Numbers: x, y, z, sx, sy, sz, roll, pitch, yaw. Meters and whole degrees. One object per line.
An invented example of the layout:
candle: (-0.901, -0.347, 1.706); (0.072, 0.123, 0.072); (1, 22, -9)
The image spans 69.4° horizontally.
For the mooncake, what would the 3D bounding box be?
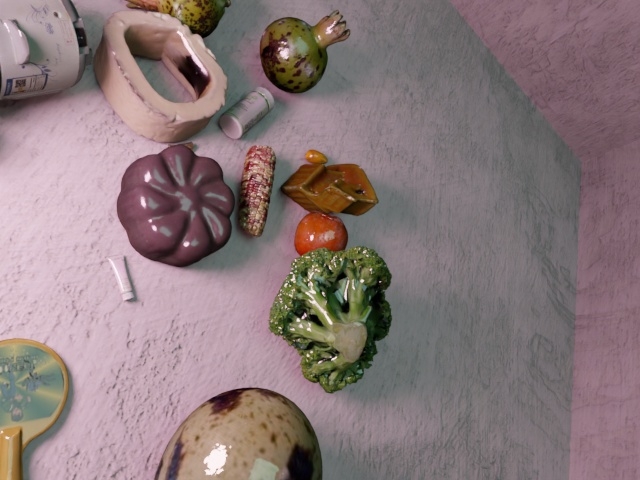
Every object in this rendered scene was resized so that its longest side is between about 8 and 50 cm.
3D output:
mooncake: (-0.358, -0.090, 1.179); (0.305, 0.154, 0.307); (14, 68, -37)

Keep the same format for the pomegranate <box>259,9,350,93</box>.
pomegranate: (-0.047, -0.619, 1.527); (0.305, 0.242, 0.243); (-13, 80, 1)

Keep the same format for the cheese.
cheese: (-0.428, -0.444, 1.248); (0.292, 0.153, 0.332); (-42, 103, -40)

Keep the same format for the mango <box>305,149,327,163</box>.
mango: (-0.012, -0.282, 1.580); (0.089, 0.060, 0.046); (14, 106, -36)

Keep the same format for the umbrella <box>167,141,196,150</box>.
umbrella: (-0.389, -0.263, 1.302); (0.083, 0.020, 0.032); (-12, 121, -40)

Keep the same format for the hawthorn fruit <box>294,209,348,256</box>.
hawthorn fruit: (0.000, 0.000, 1.418); (0.172, 0.172, 0.173); (14, 66, -34)

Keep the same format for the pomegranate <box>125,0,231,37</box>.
pomegranate: (-0.408, -0.707, 1.325); (0.276, 0.222, 0.204); (31, 73, -5)

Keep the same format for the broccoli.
broccoli: (0.034, 0.198, 1.285); (0.414, 0.320, 0.310); (-66, 165, 8)

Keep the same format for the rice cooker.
rice cooker: (-0.675, -0.428, 0.975); (0.316, 0.316, 0.265); (-28, 135, -41)

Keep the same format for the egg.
egg: (-0.178, 0.528, 0.971); (0.345, 0.345, 0.428); (35, 61, -24)

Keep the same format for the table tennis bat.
table tennis bat: (-0.602, 0.352, 0.900); (0.198, 0.050, 0.321); (5, 67, -39)

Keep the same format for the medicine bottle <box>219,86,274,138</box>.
medicine bottle: (-0.226, -0.396, 1.432); (0.086, 0.086, 0.183); (48, 51, -14)

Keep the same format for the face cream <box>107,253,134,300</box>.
face cream: (-0.475, 0.088, 1.106); (0.038, 0.020, 0.115); (-14, 81, -40)

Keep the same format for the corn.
corn: (-0.189, -0.147, 1.369); (0.098, 0.098, 0.290); (17, 68, -33)

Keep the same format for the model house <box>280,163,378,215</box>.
model house: (0.017, -0.171, 1.465); (0.239, 0.268, 0.174); (2, 93, -36)
